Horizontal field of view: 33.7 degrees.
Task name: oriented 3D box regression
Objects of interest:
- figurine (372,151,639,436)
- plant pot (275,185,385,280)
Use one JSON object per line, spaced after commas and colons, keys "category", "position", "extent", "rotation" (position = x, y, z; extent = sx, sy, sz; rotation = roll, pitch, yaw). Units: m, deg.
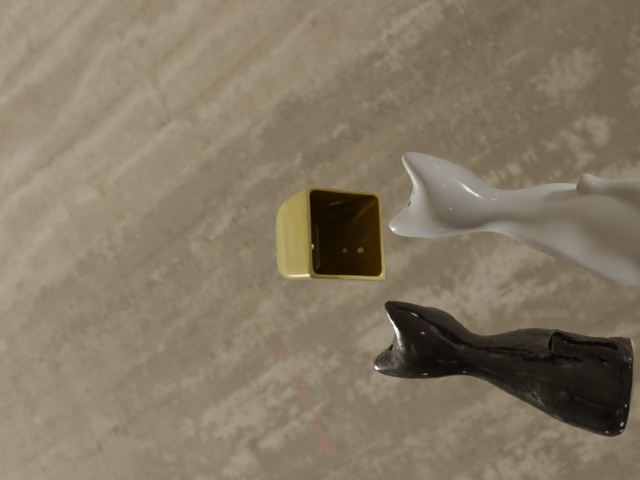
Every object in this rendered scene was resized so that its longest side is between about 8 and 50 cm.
{"category": "figurine", "position": [0.151, 0.035, 0.835], "extent": [0.209, 0.215, 0.092], "rotation": [9, 24, 12]}
{"category": "plant pot", "position": [0.000, 0.000, 0.960], "extent": [0.081, 0.081, 0.083], "rotation": [3, -10, -34]}
